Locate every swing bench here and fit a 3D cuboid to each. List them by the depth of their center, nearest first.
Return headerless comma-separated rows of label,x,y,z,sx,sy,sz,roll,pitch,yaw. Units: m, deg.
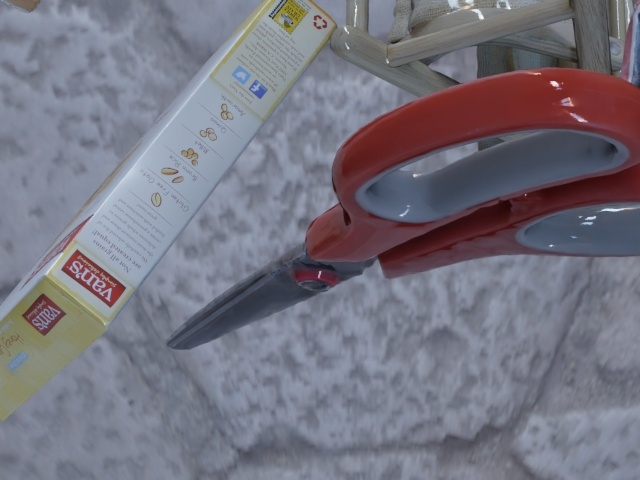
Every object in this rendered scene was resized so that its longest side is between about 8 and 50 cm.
swing bench,0.136,-0.183,0.956,0.165,0.254,0.253,-12,62,27

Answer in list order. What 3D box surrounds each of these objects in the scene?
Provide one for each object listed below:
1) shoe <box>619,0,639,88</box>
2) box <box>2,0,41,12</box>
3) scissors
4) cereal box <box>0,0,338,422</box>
shoe,0.176,-0.107,0.591,0.063,0.081,0.178,38,117,24
box,-0.173,-0.234,0.850,0.170,0.130,0.091,-49,45,21
scissors,0.000,0.000,0.506,0.109,0.297,0.021,18,69,-38
cereal box,-0.097,-0.021,0.856,0.047,0.173,0.240,41,54,-8
